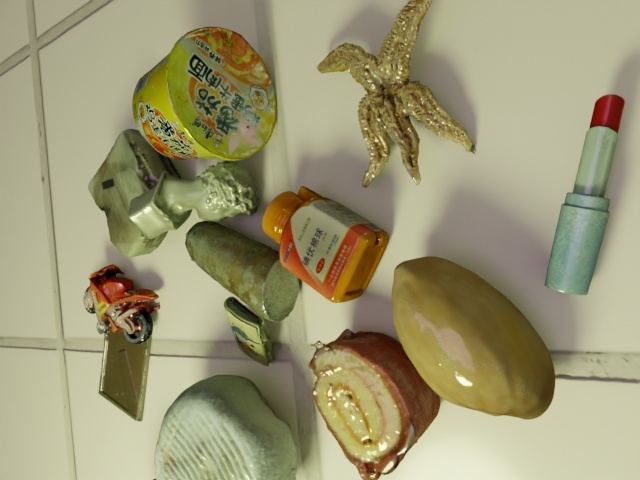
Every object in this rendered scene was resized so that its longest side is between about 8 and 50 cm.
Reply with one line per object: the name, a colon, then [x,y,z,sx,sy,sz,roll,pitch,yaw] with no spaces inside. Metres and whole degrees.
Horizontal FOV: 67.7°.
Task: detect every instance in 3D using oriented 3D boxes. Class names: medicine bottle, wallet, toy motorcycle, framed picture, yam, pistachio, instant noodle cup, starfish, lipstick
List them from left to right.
toy motorcycle: [-0.558,0.165,1.307,0.298,0.089,0.171,20,92,31]
framed picture: [-0.563,0.351,1.366,0.208,0.019,0.281,17,102,32]
instant noodle cup: [-0.251,-0.281,0.996,0.200,0.264,0.265,-4,90,42]
yam: [-0.178,0.046,1.029,0.330,0.133,0.133,27,107,37]
wallet: [-0.153,0.200,1.018,0.110,0.039,0.155,28,145,30]
medicine bottle: [0.000,0.000,0.907,0.222,0.112,0.149,33,109,28]
starfish: [0.145,-0.237,0.817,0.301,0.084,0.294,-20,85,37]
pistachio: [0.223,0.149,0.735,0.181,0.162,0.293,-41,67,0]
lipstick: [0.377,-0.062,0.672,0.061,0.068,0.274,15,102,37]

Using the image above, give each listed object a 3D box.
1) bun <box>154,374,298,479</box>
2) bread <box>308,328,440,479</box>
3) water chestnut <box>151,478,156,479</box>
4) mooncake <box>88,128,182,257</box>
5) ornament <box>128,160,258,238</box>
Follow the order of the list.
bun: [-0.194,0.465,1.013,0.354,0.194,0.355,1,91,32]
bread: [0.090,0.269,0.852,0.190,0.123,0.244,-47,67,25]
water chestnut: [-0.375,0.713,1.090,0.299,0.300,0.300,2,93,34]
mooncake: [-0.445,-0.117,1.194,0.254,0.136,0.250,-43,72,30]
ornament: [-0.278,-0.096,1.036,0.285,0.130,0.120,-8,44,6]
